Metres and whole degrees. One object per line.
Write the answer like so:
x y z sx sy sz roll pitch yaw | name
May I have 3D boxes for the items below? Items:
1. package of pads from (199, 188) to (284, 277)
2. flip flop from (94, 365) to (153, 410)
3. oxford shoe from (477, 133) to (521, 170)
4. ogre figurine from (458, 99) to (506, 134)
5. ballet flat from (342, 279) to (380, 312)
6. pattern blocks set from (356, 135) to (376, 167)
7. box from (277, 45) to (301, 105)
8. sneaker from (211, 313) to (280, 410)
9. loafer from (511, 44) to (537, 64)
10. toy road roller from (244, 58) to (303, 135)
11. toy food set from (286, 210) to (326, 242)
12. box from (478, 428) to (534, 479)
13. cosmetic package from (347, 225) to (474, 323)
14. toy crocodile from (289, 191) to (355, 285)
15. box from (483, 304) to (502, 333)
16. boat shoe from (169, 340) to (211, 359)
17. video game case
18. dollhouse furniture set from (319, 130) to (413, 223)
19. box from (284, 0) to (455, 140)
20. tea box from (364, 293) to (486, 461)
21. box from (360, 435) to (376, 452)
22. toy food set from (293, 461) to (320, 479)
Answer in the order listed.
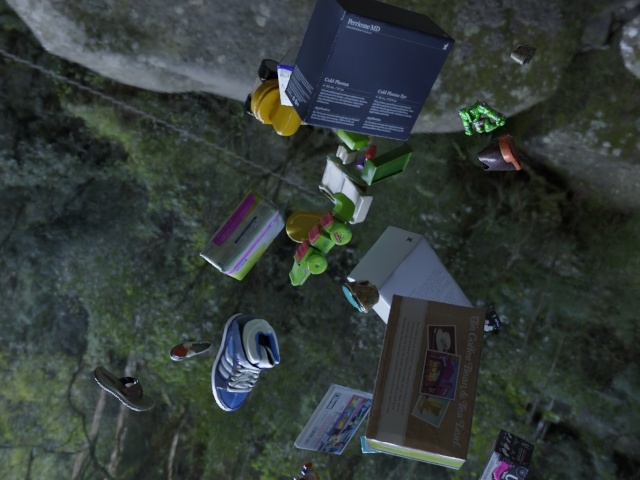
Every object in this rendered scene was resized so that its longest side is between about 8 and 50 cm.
-0.204 -0.014 1.751 0.101 0.229 0.296 38 174 5 | package of pads
-0.729 0.548 2.392 0.277 0.080 0.112 48 178 -29 | flip flop
0.506 -0.242 1.801 0.098 0.097 0.271 -17 170 22 | oxford shoe
0.624 -0.483 2.491 0.118 0.097 0.197 49 173 -20 | ogre figurine
0.103 0.130 1.537 0.067 0.073 0.206 -30 -170 -4 | ballet flat
0.163 -0.413 2.204 0.026 0.325 0.285 11 -168 18 | pattern blocks set
-0.071 -0.497 1.926 0.072 0.137 0.126 11 -135 15 | box
-0.223 0.391 1.944 0.130 0.323 0.236 9 180 -33 | sneaker
0.600 -0.553 1.877 0.050 0.056 0.148 34 -153 13 | loafer
-0.099 -0.496 2.309 0.329 0.202 0.241 -2 -133 -37 | toy road roller
-0.029 -0.050 2.554 0.217 0.128 0.071 7 178 -3 | toy food set
0.708 0.891 2.451 0.142 0.247 0.163 23 -154 17 | box
0.311 0.191 2.030 0.161 0.230 0.453 22 156 53 | cosmetic package
0.000 0.000 2.018 0.105 0.340 0.115 29 -158 -25 | toy crocodile
0.488 0.239 1.884 0.083 0.052 0.062 -26 -169 11 | box
-0.399 0.336 1.958 0.137 0.049 0.043 -3 164 -46 | boat shoe
0.045 0.498 1.763 0.183 0.201 0.023 26 -172 -42 | video game case
0.135 -0.223 2.019 0.151 0.301 0.197 -26 -116 -29 | dollhouse furniture set
0.126 -0.467 1.713 0.343 0.312 0.179 5 -142 -28 | box
0.251 0.340 1.490 0.220 0.329 0.323 9 158 12 | tea box
0.272 0.741 2.358 0.244 0.060 0.100 6 161 -39 | box
-0.080 0.709 1.773 0.232 0.105 0.111 -14 166 -36 | toy food set
